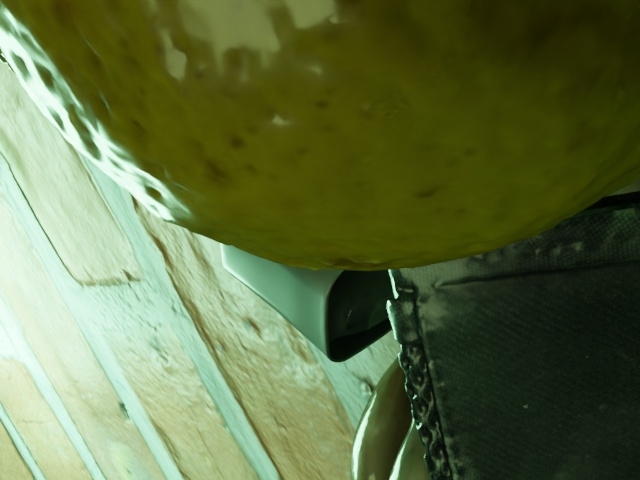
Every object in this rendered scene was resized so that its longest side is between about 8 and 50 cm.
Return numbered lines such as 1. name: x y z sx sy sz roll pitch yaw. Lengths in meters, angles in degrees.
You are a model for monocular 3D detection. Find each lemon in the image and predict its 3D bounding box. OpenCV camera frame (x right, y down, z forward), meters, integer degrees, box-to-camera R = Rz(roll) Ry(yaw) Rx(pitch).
1. lemon: 0.026 -0.158 0.570 0.387 0.350 0.349 23 138 61

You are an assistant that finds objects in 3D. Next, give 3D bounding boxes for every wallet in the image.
1. wallet: 0.181 0.130 0.815 0.237 0.075 0.342 -8 110 18

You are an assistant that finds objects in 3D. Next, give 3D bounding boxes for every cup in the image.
1. cup: 0.000 0.000 1.017 0.129 0.095 0.128 35 144 33

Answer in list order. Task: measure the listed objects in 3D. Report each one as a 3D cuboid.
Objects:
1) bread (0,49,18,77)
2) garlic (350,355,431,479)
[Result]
1. bread: -0.115 -0.173 0.928 0.133 0.179 0.250 43 140 35
2. garlic: 0.137 0.187 1.000 0.237 0.210 0.292 -109 -3 -61
